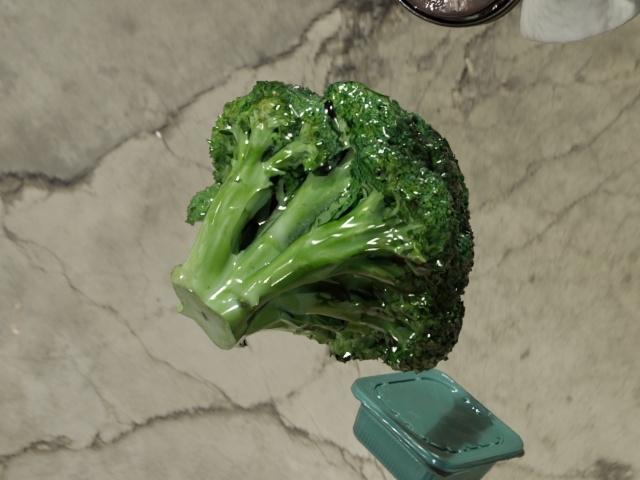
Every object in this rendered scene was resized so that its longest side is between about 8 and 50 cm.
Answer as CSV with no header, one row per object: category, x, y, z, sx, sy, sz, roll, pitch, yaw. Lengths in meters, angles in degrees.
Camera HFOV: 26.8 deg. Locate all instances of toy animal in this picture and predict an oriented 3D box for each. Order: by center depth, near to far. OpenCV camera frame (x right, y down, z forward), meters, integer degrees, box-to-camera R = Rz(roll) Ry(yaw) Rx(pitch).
toy animal,0.180,-0.259,0.952,0.104,0.131,0.220,-19,112,-12

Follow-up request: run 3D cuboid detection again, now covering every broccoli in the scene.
broccoli,0.000,0.000,1.193,0.275,0.308,0.308,-40,75,-22

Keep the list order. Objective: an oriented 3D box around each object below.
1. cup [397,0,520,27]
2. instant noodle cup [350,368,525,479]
cup,0.186,-0.364,1.607,0.196,0.280,0.196,6,108,18
instant noodle cup,0.120,0.215,1.486,0.157,0.179,0.070,42,117,32
